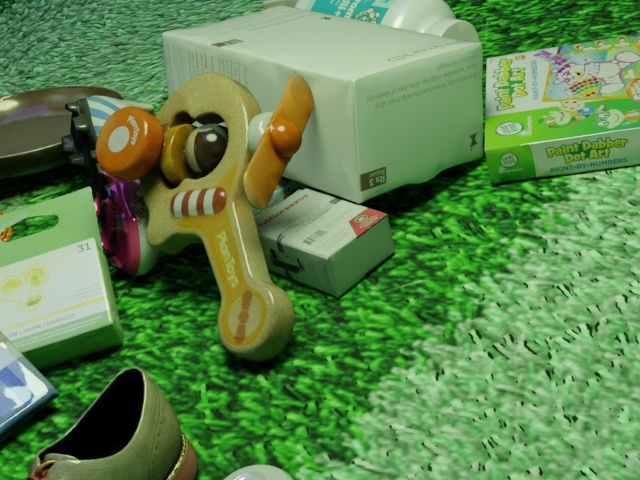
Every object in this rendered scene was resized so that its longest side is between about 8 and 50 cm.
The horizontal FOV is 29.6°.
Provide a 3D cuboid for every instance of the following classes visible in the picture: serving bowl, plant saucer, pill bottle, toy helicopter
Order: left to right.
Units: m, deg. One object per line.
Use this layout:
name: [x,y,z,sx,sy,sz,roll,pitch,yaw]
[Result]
plant saucer: [-0.434,-0.154,1.767,0.310,0.050,0.310,-7,24,3]
toy helicopter: [-0.091,-0.036,1.314,0.235,0.140,0.355,-33,57,22]
serving bowl: [-0.060,0.226,1.068,0.083,0.027,0.083,-12,31,7]
pill bottle: [0.090,-0.274,1.666,0.146,0.146,0.264,-37,37,-30]

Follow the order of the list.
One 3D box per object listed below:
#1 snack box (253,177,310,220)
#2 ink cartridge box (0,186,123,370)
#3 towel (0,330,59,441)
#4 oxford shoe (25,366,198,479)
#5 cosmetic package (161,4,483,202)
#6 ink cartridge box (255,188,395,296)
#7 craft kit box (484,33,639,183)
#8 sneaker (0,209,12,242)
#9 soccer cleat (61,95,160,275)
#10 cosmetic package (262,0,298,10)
snack box: [-0.096,-0.049,1.500,0.141,0.037,0.100,-34,35,-27]
ink cartridge box: [-0.328,0.037,1.380,0.171,0.056,0.235,-18,56,-2]
towel: [-0.441,0.134,1.262,0.285,0.034,0.209,38,59,20]
oxford shoe: [-0.231,0.246,1.012,0.123,0.130,0.348,1,36,26]
cosmetic package: [-0.004,-0.183,1.520,0.217,0.156,0.385,-22,28,-37]
ink cartridge box: [0.000,0.000,1.364,0.099,0.056,0.135,-36,37,-31]
craft kit box: [0.327,-0.168,1.488,0.246,0.061,0.250,-10,32,14]
sneaker: [-0.478,0.049,1.463,0.121,0.099,0.262,-39,6,32]
soccer cleat: [-0.227,-0.084,1.530,0.143,0.116,0.331,-4,40,-24]
cosmetic package: [-0.022,-0.368,1.883,0.107,0.127,0.238,-9,34,12]
